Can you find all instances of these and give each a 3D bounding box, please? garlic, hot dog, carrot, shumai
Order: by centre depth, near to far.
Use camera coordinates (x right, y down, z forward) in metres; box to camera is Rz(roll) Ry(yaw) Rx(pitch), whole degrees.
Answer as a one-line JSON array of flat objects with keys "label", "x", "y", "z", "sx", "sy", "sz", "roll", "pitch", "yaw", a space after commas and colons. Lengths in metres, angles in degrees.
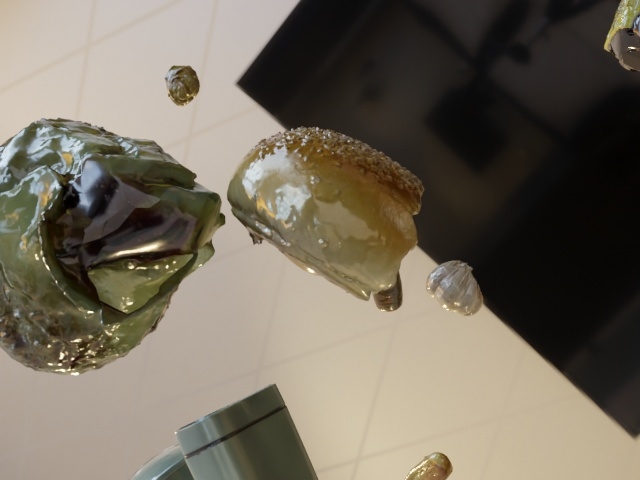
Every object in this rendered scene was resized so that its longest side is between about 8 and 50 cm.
[{"label": "shumai", "x": -0.295, "y": -0.012, "z": 1.121, "sx": 0.395, "sy": 0.348, "sz": 0.395, "roll": 12, "pitch": -107, "yaw": -45}, {"label": "garlic", "x": 0.243, "y": 0.091, "z": 1.392, "sx": 0.113, "sy": 0.094, "sz": 0.074, "roll": 29, "pitch": -144, "yaw": -11}, {"label": "carrot", "x": 0.098, "y": -0.017, "z": 1.471, "sx": 0.070, "sy": 0.070, "sz": 0.342, "roll": -96, "pitch": -10, "yaw": -66}, {"label": "hot dog", "x": 0.214, "y": 0.487, "z": 1.592, "sx": 0.047, "sy": 0.215, "sz": 0.066, "roll": -29, "pitch": -116, "yaw": -36}]

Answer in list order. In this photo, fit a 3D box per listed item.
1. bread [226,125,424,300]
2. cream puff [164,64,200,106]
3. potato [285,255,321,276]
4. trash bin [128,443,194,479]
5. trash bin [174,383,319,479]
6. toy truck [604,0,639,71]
[{"label": "bread", "x": -0.012, "y": -0.055, "z": 0.949, "sx": 0.192, "sy": 0.171, "sz": 0.314, "roll": 30, "pitch": 180, "yaw": -15}, {"label": "cream puff", "x": -0.245, "y": -0.273, "z": 1.365, "sx": 0.058, "sy": 0.083, "sz": 0.083, "roll": 20, "pitch": -129, "yaw": -24}, {"label": "potato", "x": 0.000, "y": 0.000, "z": 1.310, "sx": 0.202, "sy": 0.182, "sz": 0.117, "roll": 68, "pitch": -169, "yaw": -51}, {"label": "trash bin", "x": -0.151, "y": 0.529, "z": 1.258, "sx": 0.432, "sy": 0.280, "sz": 0.280, "roll": 44, "pitch": -163, "yaw": 20}, {"label": "trash bin", "x": -0.057, "y": 0.206, "z": 0.693, "sx": 0.116, "sy": 0.059, "sz": 0.130, "roll": -13, "pitch": -105, "yaw": -59}, {"label": "toy truck", "x": 0.740, "y": -0.399, "z": 1.393, "sx": 0.405, "sy": 0.254, "sz": 0.180, "roll": 14, "pitch": 177, "yaw": 11}]
